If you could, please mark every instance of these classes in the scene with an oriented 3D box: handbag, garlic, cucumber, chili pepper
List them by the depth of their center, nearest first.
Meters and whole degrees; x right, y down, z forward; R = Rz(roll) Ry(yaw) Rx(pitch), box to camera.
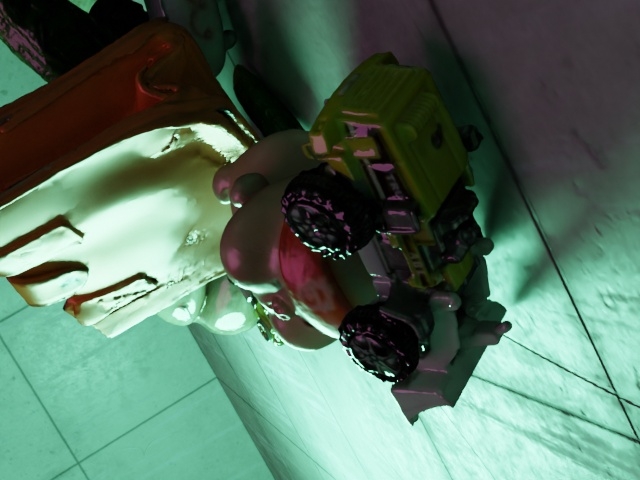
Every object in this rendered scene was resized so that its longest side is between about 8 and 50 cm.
[{"bbox_3d":[-0.047,-0.123,1.001,0.168,0.039,0.039,52,164,36],"label":"cucumber"},{"bbox_3d":[-0.195,-0.038,1.021,0.116,0.303,0.410,59,-179,20],"label":"handbag"},{"bbox_3d":[-0.251,-0.202,1.030,0.257,0.100,0.074,34,178,-24],"label":"chili pepper"},{"bbox_3d":[-0.195,0.042,1.694,0.292,0.210,0.238,-162,77,-75],"label":"garlic"}]

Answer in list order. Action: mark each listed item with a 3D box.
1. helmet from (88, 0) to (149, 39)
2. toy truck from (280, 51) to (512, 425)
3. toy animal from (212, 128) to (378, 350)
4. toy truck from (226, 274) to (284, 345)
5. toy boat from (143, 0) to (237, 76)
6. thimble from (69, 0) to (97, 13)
[{"bbox_3d":[-0.211,-0.164,1.193,0.230,0.160,0.279,133,148,-89],"label":"helmet"},{"bbox_3d":[0.070,0.009,0.694,0.111,0.136,0.286,5,134,38],"label":"toy truck"},{"bbox_3d":[0.000,0.000,0.828,0.198,0.171,0.171,-119,6,-56],"label":"toy animal"},{"bbox_3d":[-0.072,0.035,1.313,0.191,0.085,0.116,57,161,16],"label":"toy truck"},{"bbox_3d":[-0.140,-0.262,0.997,0.134,0.078,0.208,-158,50,-70],"label":"toy boat"},{"bbox_3d":[-0.426,-0.381,1.527,0.219,0.150,0.219,54,164,23],"label":"thimble"}]
